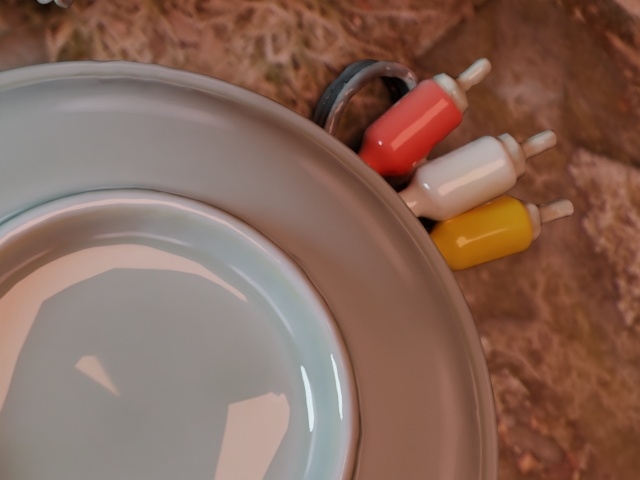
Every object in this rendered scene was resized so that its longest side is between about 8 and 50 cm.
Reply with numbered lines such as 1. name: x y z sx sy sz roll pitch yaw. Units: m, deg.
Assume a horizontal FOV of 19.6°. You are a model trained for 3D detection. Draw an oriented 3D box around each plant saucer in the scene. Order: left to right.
1. plant saucer: -0.095 0.089 0.889 0.400 0.100 0.401 3 74 -11

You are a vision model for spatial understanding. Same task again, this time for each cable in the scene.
1. cable: 0.000 0.000 1.008 0.287 0.072 0.139 -35 97 -21

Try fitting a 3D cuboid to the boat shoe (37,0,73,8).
1. boat shoe: -0.124 -0.164 0.951 0.267 0.096 0.088 -27 94 -31
